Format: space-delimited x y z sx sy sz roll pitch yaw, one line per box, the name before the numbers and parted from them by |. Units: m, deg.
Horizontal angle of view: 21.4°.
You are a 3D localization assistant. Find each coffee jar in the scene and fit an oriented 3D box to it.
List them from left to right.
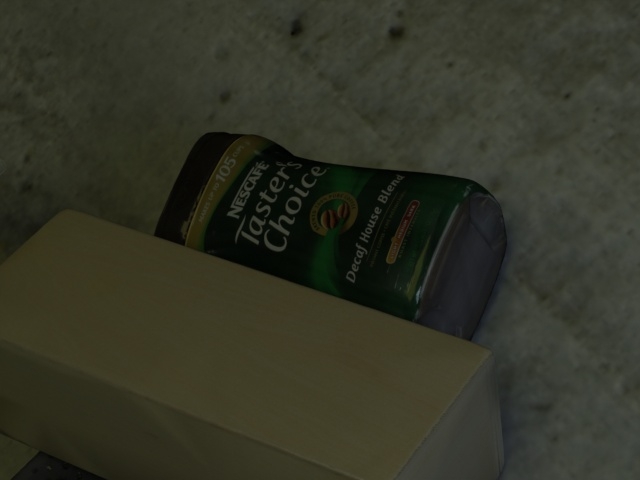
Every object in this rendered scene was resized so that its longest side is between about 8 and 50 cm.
coffee jar | 0.000 0.000 0.910 0.184 0.079 0.096 13 73 33

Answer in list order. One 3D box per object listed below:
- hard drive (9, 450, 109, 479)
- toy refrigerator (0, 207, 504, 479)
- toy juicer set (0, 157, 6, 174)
hard drive | -0.088 0.209 0.841 0.255 0.054 0.172 27 61 34
toy refrigerator | -0.050 0.080 0.865 0.269 0.094 0.102 17 46 29
toy juicer set | -0.303 0.062 1.045 0.329 0.089 0.209 -57 41 3
